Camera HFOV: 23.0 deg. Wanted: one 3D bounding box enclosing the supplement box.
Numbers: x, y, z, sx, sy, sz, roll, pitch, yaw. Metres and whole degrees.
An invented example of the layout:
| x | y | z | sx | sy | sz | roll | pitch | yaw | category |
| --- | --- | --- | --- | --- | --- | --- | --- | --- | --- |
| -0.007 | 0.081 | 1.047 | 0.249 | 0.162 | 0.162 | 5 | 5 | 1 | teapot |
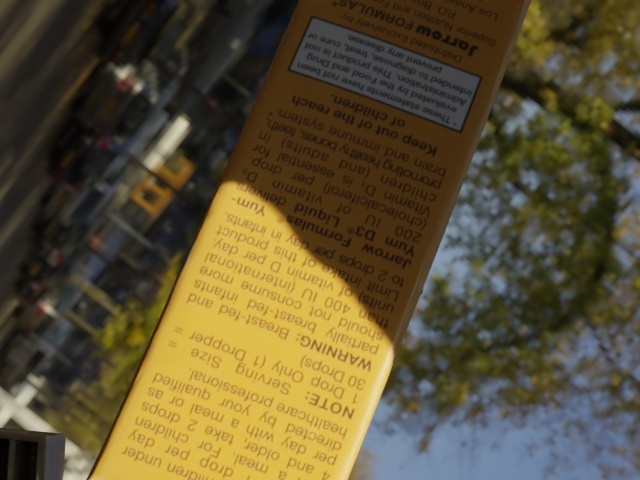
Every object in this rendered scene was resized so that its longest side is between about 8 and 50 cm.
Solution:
| x | y | z | sx | sy | sz | roll | pitch | yaw | category |
| --- | --- | --- | --- | --- | --- | --- | --- | --- | --- |
| 0.000 | 0.000 | 0.527 | 0.078 | 0.080 | 0.233 | 104 | 6 | -68 | supplement box |

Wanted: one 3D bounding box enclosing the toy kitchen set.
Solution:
| x | y | z | sx | sy | sz | roll | pitch | yaw | category |
| --- | --- | --- | --- | --- | --- | --- | --- | --- | --- |
| -0.151 | 0.113 | 0.612 | 0.083 | 0.068 | 0.075 | 8 | 85 | -70 | toy kitchen set |
